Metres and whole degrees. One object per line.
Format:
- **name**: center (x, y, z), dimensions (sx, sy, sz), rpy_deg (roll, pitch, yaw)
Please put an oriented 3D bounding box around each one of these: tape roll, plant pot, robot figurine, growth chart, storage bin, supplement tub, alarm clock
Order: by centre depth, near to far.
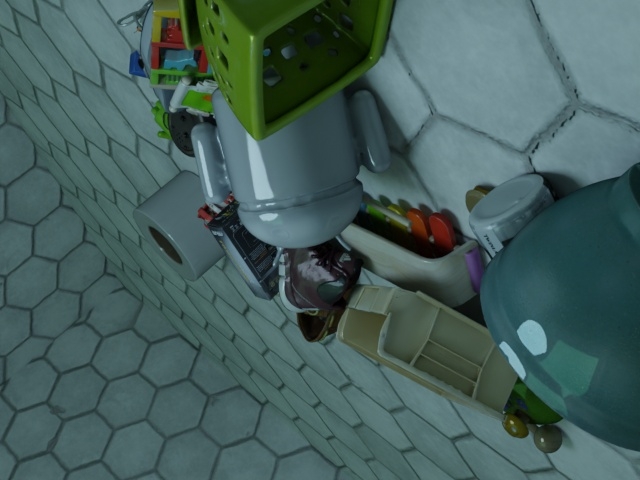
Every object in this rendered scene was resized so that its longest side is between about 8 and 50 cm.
- **plant pot**: center (0.342, 0.043, 0.858), dimensions (0.293, 0.293, 0.196), rpy_deg (41, 132, 17)
- **plant pot**: center (-0.059, -0.304, 1.050), dimensions (0.207, 0.228, 0.227), rpy_deg (47, 160, 17)
- **supplement tub**: center (0.289, 0.018, 1.086), dimensions (0.190, 0.117, 0.117), rpy_deg (55, 158, -17)
- **robot figurine**: center (-0.047, -0.140, 1.257), dimensions (0.200, 0.299, 0.354), rpy_deg (-57, -43, -72)
- **storage bin**: center (0.179, 0.180, 1.419), dimensions (0.260, 0.123, 0.262), rpy_deg (29, 173, -11)
- **growth chart**: center (-0.150, -0.236, 1.463), dimensions (0.237, 0.021, 0.172), rpy_deg (12, 164, -8)
- **alarm clock**: center (-0.281, -0.243, 1.739), dimensions (0.192, 0.064, 0.129), rpy_deg (17, 121, 45)
- **robot figurine**: center (-0.323, -0.265, 1.838), dimensions (0.115, 0.067, 0.101), rpy_deg (48, 128, 0)
- **tape roll**: center (-0.345, -0.037, 2.148), dimensions (0.246, 0.169, 0.246), rpy_deg (40, 158, 20)

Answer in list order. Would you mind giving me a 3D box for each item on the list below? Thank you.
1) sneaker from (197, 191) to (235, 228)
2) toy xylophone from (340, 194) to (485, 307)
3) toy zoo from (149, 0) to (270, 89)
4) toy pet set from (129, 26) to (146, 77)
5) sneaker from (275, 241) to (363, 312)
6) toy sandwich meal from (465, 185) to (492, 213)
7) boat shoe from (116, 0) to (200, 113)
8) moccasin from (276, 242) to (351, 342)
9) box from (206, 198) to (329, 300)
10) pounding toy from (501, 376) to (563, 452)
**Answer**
- **sneaker**: center (-0.199, -0.102, 1.779), dimensions (0.090, 0.145, 0.270), rpy_deg (39, 158, 21)
- **toy xylophone**: center (0.131, -0.007, 1.397), dimensions (0.322, 0.081, 0.236), rpy_deg (32, 155, 35)
- **toy zoo**: center (-0.176, -0.319, 1.328), dimensions (0.293, 0.192, 0.030), rpy_deg (125, 145, -69)
- **toy pet set**: center (-0.364, -0.381, 1.712), dimensions (0.122, 0.065, 0.114), rpy_deg (55, 158, -19)
- **sneaker**: center (0.000, 0.000, 1.462), dimensions (0.162, 0.106, 0.281), rpy_deg (4, 115, 33)
- **toy sandwich meal**: center (0.245, -0.047, 1.184), dimensions (0.085, 0.029, 0.085), rpy_deg (44, 163, 17)
- **boat shoe**: center (-0.288, -0.381, 1.509), dimensions (0.156, 0.135, 0.367), rpy_deg (55, 168, 10)
- **moccasin**: center (-0.017, 0.111, 1.805), dimensions (0.139, 0.147, 0.380), rpy_deg (40, 158, 19)
- **box**: center (-0.076, -0.031, 1.550), dimensions (0.056, 0.231, 0.183), rpy_deg (12, 141, 51)
- **pounding toy**: center (0.346, 0.306, 1.503), dimensions (0.183, 0.110, 0.237), rpy_deg (31, 153, 38)
